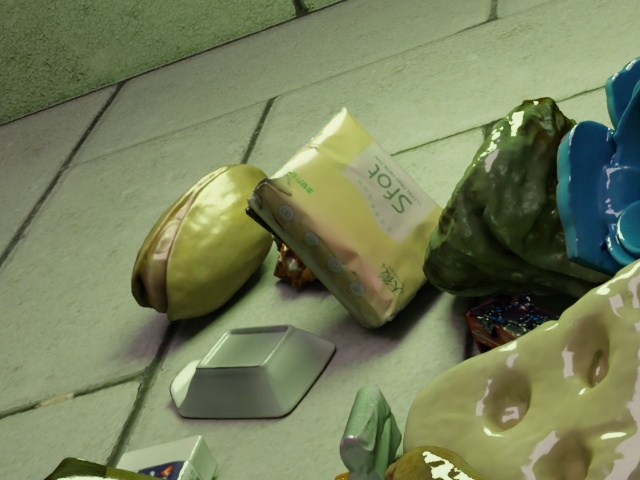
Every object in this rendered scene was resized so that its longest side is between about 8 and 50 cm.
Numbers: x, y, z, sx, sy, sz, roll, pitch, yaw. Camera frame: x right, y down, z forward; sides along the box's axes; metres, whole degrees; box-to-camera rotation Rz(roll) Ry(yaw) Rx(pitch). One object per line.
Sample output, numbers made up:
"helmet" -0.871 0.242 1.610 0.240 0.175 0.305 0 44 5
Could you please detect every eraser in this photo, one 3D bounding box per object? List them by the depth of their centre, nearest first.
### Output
"eraser" -0.210 0.328 1.625 0.124 0.068 0.210 -18 25 23

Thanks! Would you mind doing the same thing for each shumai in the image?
"shumai" 0.298 -0.006 1.706 0.263 0.304 0.309 31 41 13

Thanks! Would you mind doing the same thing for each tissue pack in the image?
"tissue pack" 0.048 -0.025 1.867 0.215 0.257 0.123 -44 2 -34

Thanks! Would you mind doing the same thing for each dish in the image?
"dish" -0.111 0.170 1.851 0.234 0.064 0.154 -7 31 37

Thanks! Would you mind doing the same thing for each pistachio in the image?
"pistachio" -0.173 0.003 2.102 0.162 0.182 0.293 23 58 38

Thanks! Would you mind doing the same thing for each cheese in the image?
"cheese" 0.249 0.153 1.365 0.328 0.129 0.351 4 59 44

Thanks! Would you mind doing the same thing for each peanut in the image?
"peanut" 0.138 0.256 1.218 0.120 0.110 0.236 -41 32 -11

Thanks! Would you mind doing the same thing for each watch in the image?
"watch" 0.414 -0.099 1.477 0.241 0.305 0.274 11 -13 -14

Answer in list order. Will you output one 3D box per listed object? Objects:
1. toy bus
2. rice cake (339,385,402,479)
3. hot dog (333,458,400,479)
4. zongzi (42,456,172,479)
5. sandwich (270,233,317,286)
"toy bus" 0.252 0.124 1.554 0.073 0.096 0.235 -30 24 -15
"rice cake" 0.053 0.218 1.476 0.042 0.080 0.222 -22 6 11
"hot dog" 0.065 0.274 1.510 0.133 0.041 0.056 -17 8 22
"zongzi" -0.184 0.409 1.429 0.289 0.318 0.154 12 0 4
"sandwich" 0.004 0.002 2.022 0.159 0.109 0.185 -28 24 -9
